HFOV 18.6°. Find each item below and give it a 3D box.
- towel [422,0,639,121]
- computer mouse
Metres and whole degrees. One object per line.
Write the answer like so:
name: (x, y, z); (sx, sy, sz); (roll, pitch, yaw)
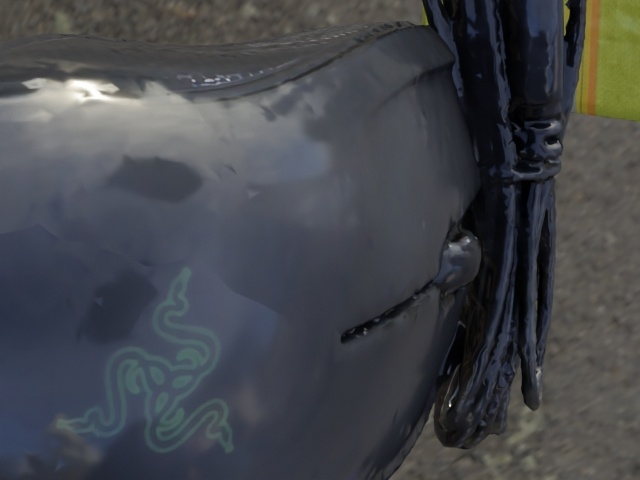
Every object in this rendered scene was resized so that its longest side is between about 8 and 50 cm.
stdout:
towel: (0.162, -0.102, 0.910); (0.237, 0.102, 0.021); (9, 30, 18)
computer mouse: (0.000, 0.000, 0.457); (0.272, 0.072, 0.188); (-22, 118, -51)
